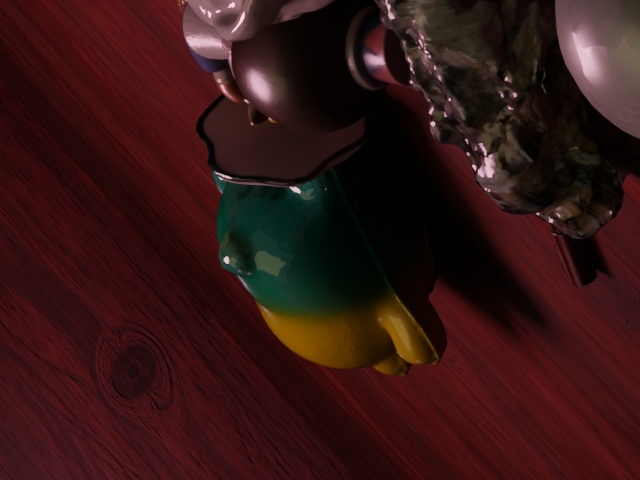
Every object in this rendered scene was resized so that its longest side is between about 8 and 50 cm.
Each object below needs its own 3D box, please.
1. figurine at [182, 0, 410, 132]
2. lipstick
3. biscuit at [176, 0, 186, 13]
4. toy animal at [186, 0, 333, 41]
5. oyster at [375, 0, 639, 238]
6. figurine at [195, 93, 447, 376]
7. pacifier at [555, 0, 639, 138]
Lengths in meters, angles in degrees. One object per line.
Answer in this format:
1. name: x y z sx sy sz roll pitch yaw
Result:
1. figurine: -0.015 -0.178 1.278 0.158 0.161 0.275 11 -166 -34
2. lipstick: 0.204 -0.031 1.204 0.027 0.027 0.176 32 156 52
3. biscuit: -0.103 -0.245 1.587 0.199 0.034 0.064 40 162 39
4. toy animal: -0.055 -0.278 0.985 0.258 0.194 0.357 38 156 28
5. oyster: 0.113 -0.140 0.990 0.162 0.158 0.351 -11 139 35
6. figurine: 0.000 0.000 1.504 0.324 0.231 0.340 30 151 43
7. pacifier: 0.186 -0.135 0.524 0.288 0.269 0.343 -10 125 46
